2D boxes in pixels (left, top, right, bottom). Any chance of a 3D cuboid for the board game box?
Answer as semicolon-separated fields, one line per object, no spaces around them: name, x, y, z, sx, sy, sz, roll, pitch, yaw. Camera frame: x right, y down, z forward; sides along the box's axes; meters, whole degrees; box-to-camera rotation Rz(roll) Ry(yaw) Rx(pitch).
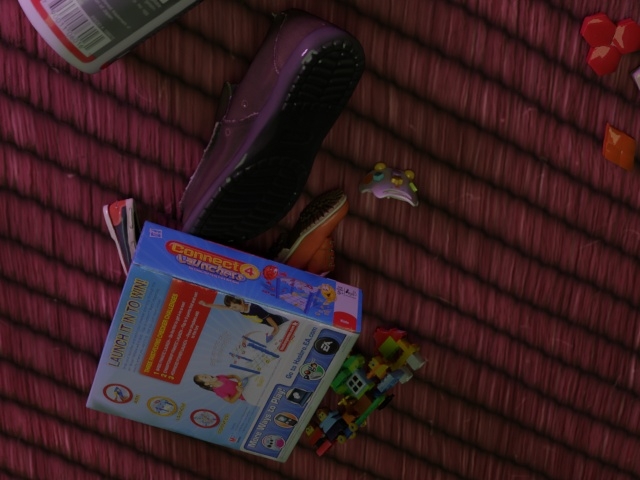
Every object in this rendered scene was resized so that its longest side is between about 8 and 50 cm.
board game box;-0.137;0.149;1.353;0.302;0.086;0.308;19;130;-10

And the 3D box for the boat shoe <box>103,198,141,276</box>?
boat shoe;-0.254;0.008;1.356;0.043;0.049;0.137;-16;109;3

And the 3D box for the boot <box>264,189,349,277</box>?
boot;0.000;0.000;1.358;0.085;0.059;0.158;34;117;-19

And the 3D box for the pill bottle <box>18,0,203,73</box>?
pill bottle;-0.199;-0.332;1.141;0.283;0.161;0.161;-31;112;11

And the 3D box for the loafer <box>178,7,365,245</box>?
loafer;-0.074;-0.140;1.271;0.134;0.130;0.366;9;129;-43

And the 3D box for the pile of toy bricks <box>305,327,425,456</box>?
pile of toy bricks;0.040;0.208;1.438;0.105;0.118;0.212;49;121;20

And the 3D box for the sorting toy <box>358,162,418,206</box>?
sorting toy;0.098;-0.066;1.318;0.083;0.075;0.045;13;113;-8

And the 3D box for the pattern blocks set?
pattern blocks set;0.502;-0.189;1.304;0.285;0.026;0.324;-21;113;7
